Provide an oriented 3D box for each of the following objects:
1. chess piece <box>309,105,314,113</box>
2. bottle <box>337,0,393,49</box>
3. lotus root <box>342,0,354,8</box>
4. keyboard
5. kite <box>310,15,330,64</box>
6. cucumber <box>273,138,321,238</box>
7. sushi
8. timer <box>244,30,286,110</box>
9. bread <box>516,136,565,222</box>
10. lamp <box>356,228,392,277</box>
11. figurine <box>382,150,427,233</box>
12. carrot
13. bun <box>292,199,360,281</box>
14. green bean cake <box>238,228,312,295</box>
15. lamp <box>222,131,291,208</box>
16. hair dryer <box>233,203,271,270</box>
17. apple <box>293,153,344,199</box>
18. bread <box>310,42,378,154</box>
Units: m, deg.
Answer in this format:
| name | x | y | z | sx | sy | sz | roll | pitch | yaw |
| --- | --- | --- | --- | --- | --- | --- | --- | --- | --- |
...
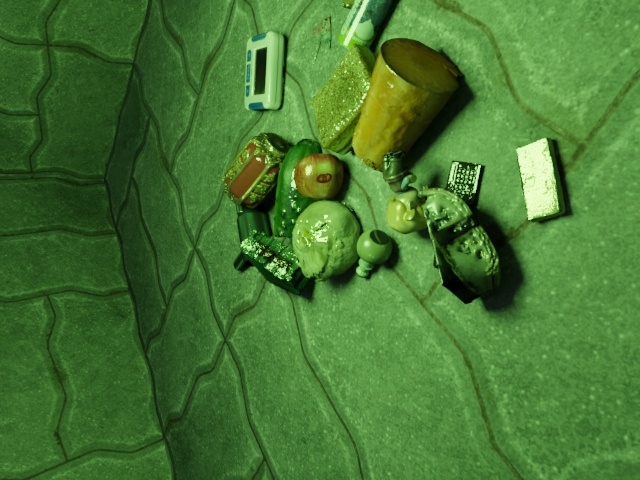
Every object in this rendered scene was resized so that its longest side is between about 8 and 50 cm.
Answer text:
| name | x | y | z | sx | sy | sz | roll | pitch | yaw |
| --- | --- | --- | --- | --- | --- | --- | --- | --- | --- |
| chess piece | -0.006 | -0.392 | 1.494 | 0.042 | 0.042 | 0.093 | -64 | 37 | 31 |
| bottle | 0.153 | -0.639 | 1.229 | 0.093 | 0.093 | 0.330 | 59 | 134 | 34 |
| lotus root | 0.105 | -0.704 | 1.301 | 0.089 | 0.081 | 0.179 | 57 | 131 | 36 |
| keyboard | 0.302 | -0.051 | 1.097 | 0.087 | 0.017 | 0.250 | 22 | 108 | 50 |
| kite | -0.002 | -0.618 | 1.510 | 0.137 | 0.005 | 0.152 | 59 | 134 | 38 |
| cucumber | -0.070 | -0.158 | 1.531 | 0.145 | 0.105 | 0.325 | 23 | 106 | 52 |
| sushi | 0.296 | -0.018 | 1.025 | 0.109 | 0.134 | 0.273 | -22 | 60 | 25 |
| timer | -0.191 | -0.581 | 1.705 | 0.178 | 0.078 | 0.253 | 15 | 104 | 50 |
| bread | 0.417 | -0.115 | 0.932 | 0.068 | 0.028 | 0.153 | -20 | 74 | 52 |
| lamp | 0.128 | 0.044 | 1.285 | 0.091 | 0.091 | 0.163 | 62 | 149 | 32 |
| figurine | 0.194 | -0.111 | 1.135 | 0.114 | 0.108 | 0.196 | 12 | 121 | 60 |
| carrot | 0.181 | -0.308 | 1.146 | 0.196 | 0.196 | 0.254 | 65 | 146 | 30 |
| bun | 0.000 | 0.000 | 1.398 | 0.239 | 0.141 | 0.239 | 1 | 92 | 50 |
| green bean cake | -0.134 | 0.065 | 1.541 | 0.107 | 0.193 | 0.208 | -47 | 35 | -16 |
| lamp | -0.208 | -0.232 | 1.638 | 0.274 | 0.177 | 0.177 | -44 | 56 | 32 |
| hair dryer | -0.277 | -0.002 | 1.817 | 0.302 | 0.116 | 0.244 | -42 | 55 | 54 |
| apple | -0.005 | -0.181 | 1.409 | 0.146 | 0.146 | 0.131 | 3 | 98 | 53 |
| bread | 0.085 | -0.371 | 1.315 | 0.234 | 0.111 | 0.184 | -42 | 55 | 43 |
